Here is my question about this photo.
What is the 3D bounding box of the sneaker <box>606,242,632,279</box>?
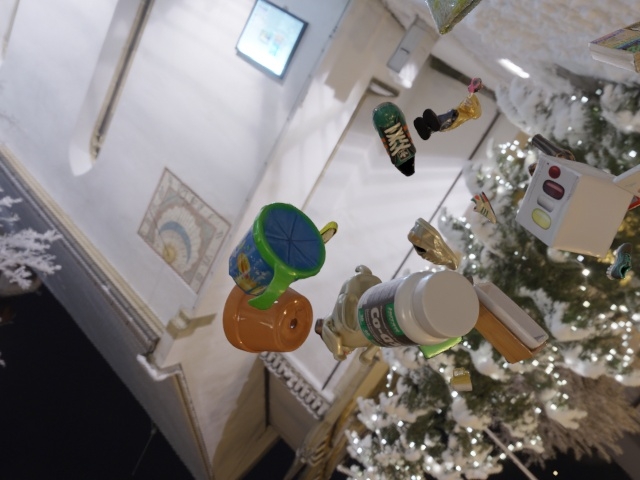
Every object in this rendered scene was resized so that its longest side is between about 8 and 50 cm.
[{"bbox_3d":[1.254,0.090,2.029,0.065,0.166,0.076,22,-179,-14],"label":"sneaker"}]

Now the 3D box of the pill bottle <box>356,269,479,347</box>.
[{"bbox_3d":[0.264,0.197,1.393,0.204,0.204,0.361,25,159,-14],"label":"pill bottle"}]

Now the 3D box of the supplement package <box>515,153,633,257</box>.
[{"bbox_3d":[0.633,-0.091,1.246,0.149,0.194,0.203,10,-159,-8],"label":"supplement package"}]

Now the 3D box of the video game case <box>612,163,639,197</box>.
[{"bbox_3d":[0.741,-0.143,1.052,0.143,0.157,0.019,17,-124,-27],"label":"video game case"}]

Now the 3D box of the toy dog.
[{"bbox_3d":[0.121,0.341,2.112,0.285,0.408,0.395,-1,-125,-26],"label":"toy dog"}]

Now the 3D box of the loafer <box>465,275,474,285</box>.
[{"bbox_3d":[0.623,0.200,2.074,0.045,0.125,0.039,22,154,4],"label":"loafer"}]

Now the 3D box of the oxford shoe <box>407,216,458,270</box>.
[{"bbox_3d":[0.523,0.042,2.312,0.169,0.130,0.449,42,-178,41],"label":"oxford shoe"}]

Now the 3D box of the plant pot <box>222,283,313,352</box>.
[{"bbox_3d":[-0.165,0.267,1.714,0.204,0.290,0.291,10,-176,39],"label":"plant pot"}]

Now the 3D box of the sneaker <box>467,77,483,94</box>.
[{"bbox_3d":[0.690,-0.681,2.160,0.057,0.047,0.119,-8,174,-2],"label":"sneaker"}]

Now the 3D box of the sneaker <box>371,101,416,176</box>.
[{"bbox_3d":[0.258,-0.326,1.622,0.302,0.108,0.121,48,-163,-53],"label":"sneaker"}]

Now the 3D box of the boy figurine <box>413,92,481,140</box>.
[{"bbox_3d":[0.447,-0.421,1.631,0.285,0.177,0.092,-29,-95,-30],"label":"boy figurine"}]

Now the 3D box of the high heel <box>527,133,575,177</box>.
[{"bbox_3d":[0.800,-0.226,1.676,0.261,0.093,0.186,52,-175,-48],"label":"high heel"}]

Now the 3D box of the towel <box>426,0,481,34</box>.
[{"bbox_3d":[0.476,-0.959,1.698,0.090,0.374,0.320,-11,-98,-25],"label":"towel"}]

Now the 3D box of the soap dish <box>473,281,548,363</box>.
[{"bbox_3d":[0.600,0.271,1.636,0.291,0.118,0.229,48,-157,25],"label":"soap dish"}]

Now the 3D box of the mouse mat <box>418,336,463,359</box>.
[{"bbox_3d":[0.380,0.297,1.696,0.189,0.153,0.007,60,-159,9],"label":"mouse mat"}]

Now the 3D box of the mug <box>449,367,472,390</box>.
[{"bbox_3d":[0.469,0.471,1.659,0.062,0.064,0.078,57,-158,-70],"label":"mug"}]

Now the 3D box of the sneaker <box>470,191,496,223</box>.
[{"bbox_3d":[0.721,-0.137,2.185,0.161,0.075,0.057,57,-156,-19],"label":"sneaker"}]

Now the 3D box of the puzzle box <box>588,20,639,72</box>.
[{"bbox_3d":[0.975,-0.574,1.298,0.272,0.409,0.052,-85,-30,-63],"label":"puzzle box"}]

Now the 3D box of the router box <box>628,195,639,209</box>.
[{"bbox_3d":[1.009,-0.203,1.370,0.336,0.301,0.082,-11,-109,-49],"label":"router box"}]

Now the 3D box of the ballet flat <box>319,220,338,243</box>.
[{"bbox_3d":[0.000,0.000,2.367,0.077,0.231,0.077,38,-164,-27],"label":"ballet flat"}]

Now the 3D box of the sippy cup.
[{"bbox_3d":[-0.142,0.045,1.413,0.240,0.224,0.305,54,-143,3],"label":"sippy cup"}]
